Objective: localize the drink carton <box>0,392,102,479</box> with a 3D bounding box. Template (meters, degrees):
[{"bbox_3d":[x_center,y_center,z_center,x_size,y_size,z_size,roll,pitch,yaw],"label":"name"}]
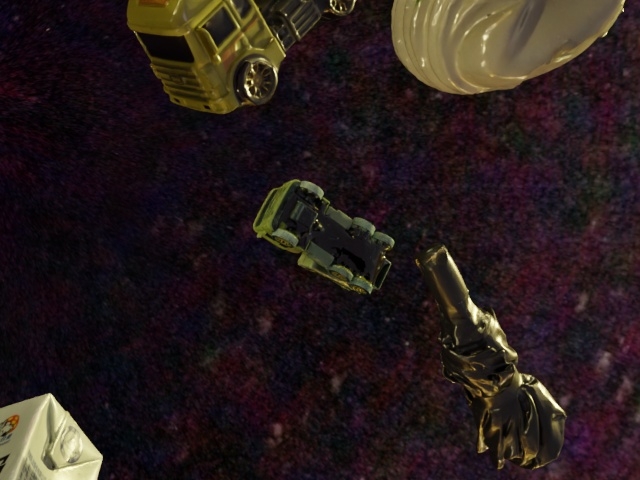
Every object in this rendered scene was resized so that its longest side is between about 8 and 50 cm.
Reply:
[{"bbox_3d":[-0.266,0.270,0.492,0.131,0.315,0.106,-17,122,6],"label":"drink carton"}]

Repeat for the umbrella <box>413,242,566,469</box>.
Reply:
[{"bbox_3d":[0.185,0.136,0.758,0.118,0.118,0.340,-40,121,-16],"label":"umbrella"}]

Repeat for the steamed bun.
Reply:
[{"bbox_3d":[0.137,-0.196,0.524,0.183,0.183,0.106,-39,125,-17],"label":"steamed bun"}]

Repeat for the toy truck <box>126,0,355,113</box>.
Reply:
[{"bbox_3d":[-0.092,-0.384,0.984,0.405,0.181,0.254,-52,133,-19],"label":"toy truck"}]

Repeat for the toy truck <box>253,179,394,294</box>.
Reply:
[{"bbox_3d":[0.000,0.000,0.903,0.191,0.116,0.085,33,73,-26],"label":"toy truck"}]
